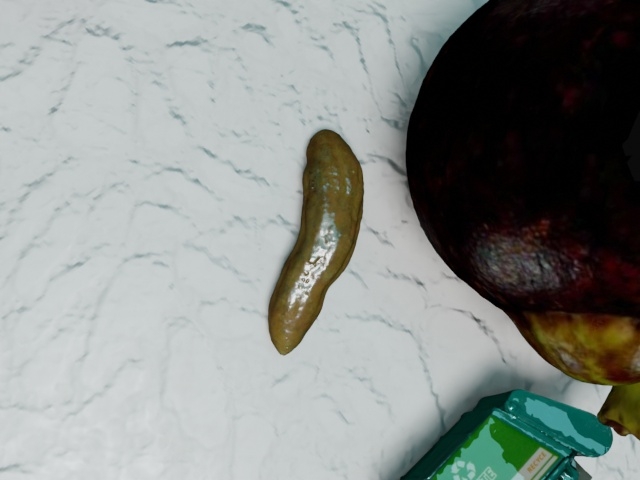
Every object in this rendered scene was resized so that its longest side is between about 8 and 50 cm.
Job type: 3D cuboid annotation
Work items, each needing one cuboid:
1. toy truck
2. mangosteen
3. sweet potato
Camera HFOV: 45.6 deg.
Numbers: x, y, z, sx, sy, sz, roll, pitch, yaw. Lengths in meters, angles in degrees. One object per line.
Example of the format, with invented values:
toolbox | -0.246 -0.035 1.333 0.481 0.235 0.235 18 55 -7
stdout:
toy truck | 0.110 0.219 0.563 0.253 0.114 0.124 -39 81 -15
mangosteen | 0.221 -0.050 0.529 0.313 0.297 0.297 39 76 -18
sweet potato | 0.000 0.001 0.583 0.053 0.053 0.182 18 80 -18
